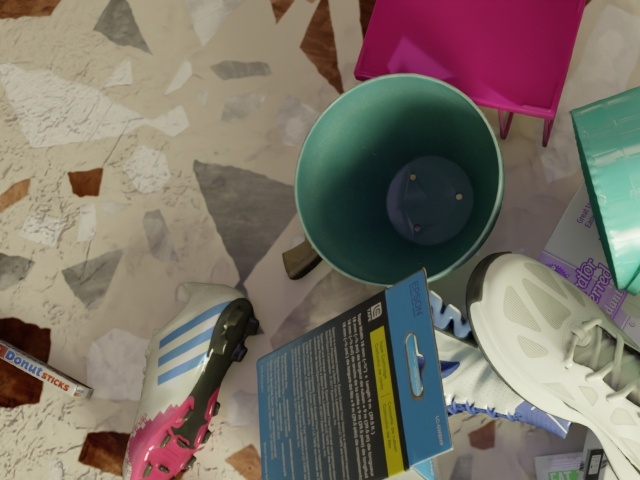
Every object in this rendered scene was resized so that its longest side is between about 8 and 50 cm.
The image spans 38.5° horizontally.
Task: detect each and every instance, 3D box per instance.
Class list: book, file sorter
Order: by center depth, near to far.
[{"bbox_3d":[0.350,0.365,1.256,0.096,0.035,0.144,-9,74,11],"label":"book"},{"bbox_3d":[0.228,-0.274,1.381,0.290,0.182,0.202,14,78,15],"label":"file sorter"}]

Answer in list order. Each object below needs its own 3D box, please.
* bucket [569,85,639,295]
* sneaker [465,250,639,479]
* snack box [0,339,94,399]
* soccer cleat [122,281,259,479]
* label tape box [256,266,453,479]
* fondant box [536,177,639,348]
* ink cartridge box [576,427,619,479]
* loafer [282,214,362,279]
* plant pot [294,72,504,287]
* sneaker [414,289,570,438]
[{"bbox_3d":[0.431,-0.071,1.145,0.183,0.281,0.281,-15,72,15],"label":"bucket"},{"bbox_3d":[0.389,0.157,1.074,0.447,0.257,0.169,45,63,-5],"label":"sneaker"},{"bbox_3d":[-0.441,0.199,1.431,0.178,0.064,0.022,24,82,16],"label":"snack box"},{"bbox_3d":[-0.217,0.214,1.374,0.143,0.116,0.331,21,76,32],"label":"soccer cleat"},{"bbox_3d":[0.061,0.217,1.199,0.333,0.105,0.241,-32,50,37],"label":"label tape box"},{"bbox_3d":[0.469,0.076,1.281,0.330,0.096,0.238,29,81,18],"label":"fondant box"},{"bbox_3d":[0.403,0.309,1.214,0.104,0.060,0.180,26,67,-13],"label":"ink cartridge box"},{"bbox_3d":[0.000,0.000,1.411,0.148,0.056,0.050,-38,77,-2],"label":"loafer"},{"bbox_3d":[0.133,-0.071,1.314,0.290,0.195,0.290,-3,82,22],"label":"plant pot"},{"bbox_3d":[0.195,0.208,1.289,0.315,0.127,0.182,33,86,24],"label":"sneaker"}]
